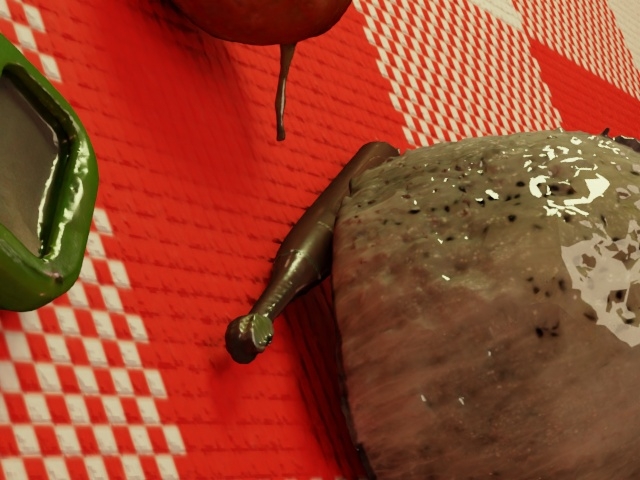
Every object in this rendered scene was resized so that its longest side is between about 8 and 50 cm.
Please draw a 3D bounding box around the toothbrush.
[{"bbox_3d":[-0.001,0.000,1.114,0.041,0.041,0.364,59,22,-9],"label":"toothbrush"}]

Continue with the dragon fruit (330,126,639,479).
[{"bbox_3d":[0.149,0.080,1.086,0.204,0.221,0.283,-80,149,-57],"label":"dragon fruit"}]

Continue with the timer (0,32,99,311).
[{"bbox_3d":[-0.158,-0.038,0.804,0.128,0.047,0.140,47,27,-30],"label":"timer"}]

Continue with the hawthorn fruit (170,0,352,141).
[{"bbox_3d":[-0.034,-0.182,1.119,0.162,0.163,0.203,-75,150,-58],"label":"hawthorn fruit"}]
